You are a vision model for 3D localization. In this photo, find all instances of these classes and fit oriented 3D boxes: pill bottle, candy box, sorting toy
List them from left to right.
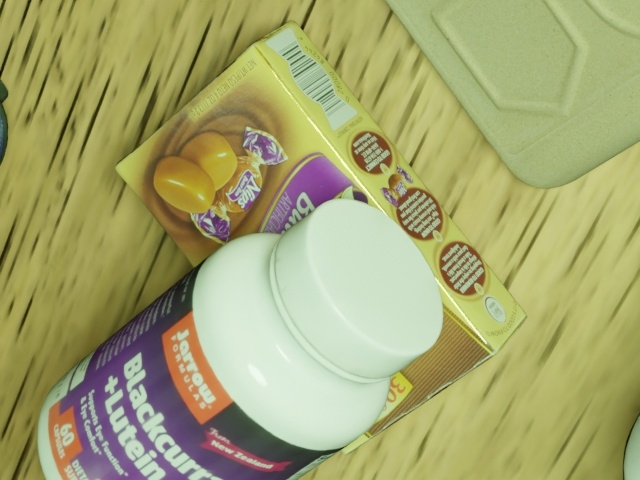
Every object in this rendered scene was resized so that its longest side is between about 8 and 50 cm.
[{"bbox_3d":[-0.036,0.063,0.904,0.193,0.108,0.108,-39,91,35],"label":"pill bottle"},{"bbox_3d":[0.000,0.000,0.955,0.109,0.053,0.186,-38,92,33],"label":"candy box"},{"bbox_3d":[0.093,-0.136,0.837,0.208,0.038,0.193,50,144,-4],"label":"sorting toy"}]

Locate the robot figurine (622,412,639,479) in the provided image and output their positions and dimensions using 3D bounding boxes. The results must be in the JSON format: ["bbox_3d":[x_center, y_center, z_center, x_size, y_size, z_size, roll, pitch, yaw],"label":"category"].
[{"bbox_3d":[0.237,0.074,0.800,0.209,0.173,0.278,30,121,0],"label":"robot figurine"}]

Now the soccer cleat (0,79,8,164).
[{"bbox_3d":[-0.300,-0.094,1.024,0.289,0.121,0.093,24,120,16],"label":"soccer cleat"}]
